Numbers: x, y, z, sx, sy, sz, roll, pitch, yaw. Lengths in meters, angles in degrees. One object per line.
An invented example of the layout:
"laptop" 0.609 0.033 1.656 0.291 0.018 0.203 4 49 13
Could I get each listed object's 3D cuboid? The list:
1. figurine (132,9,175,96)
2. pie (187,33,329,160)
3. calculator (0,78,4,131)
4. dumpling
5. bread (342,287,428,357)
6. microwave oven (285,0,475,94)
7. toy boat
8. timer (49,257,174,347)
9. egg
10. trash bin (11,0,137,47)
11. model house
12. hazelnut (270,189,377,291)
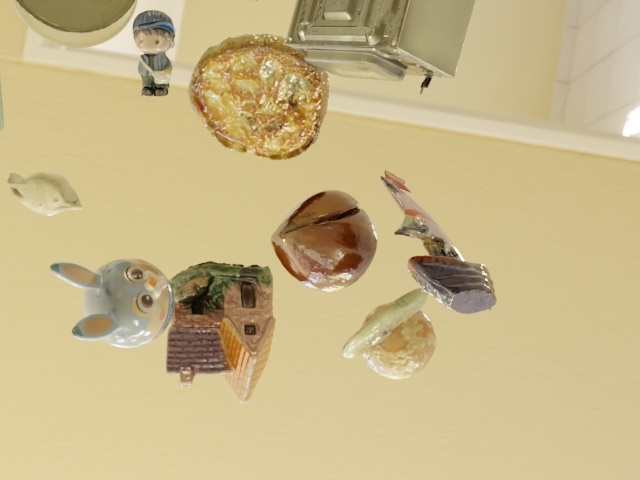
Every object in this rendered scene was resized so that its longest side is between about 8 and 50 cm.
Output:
"figurine" -0.268 -0.307 1.236 0.079 0.077 0.136 -72 -16 -64
"pie" -0.120 -0.304 1.591 0.315 0.315 0.092 100 177 -47
"calculator" -0.676 -0.281 1.434 0.141 0.045 0.246 -29 -37 -42
"dumpling" -0.628 -0.111 1.760 0.134 0.169 0.100 -59 -30 -80
"bread" 0.121 0.145 1.343 0.193 0.036 0.112 -36 -16 -9
"microwave oven" 0.083 -0.334 1.104 0.240 0.145 0.194 18 90 46
"toy boat" 0.201 0.011 1.289 0.072 0.219 0.318 -49 28 22
"timer" -0.334 0.096 1.277 0.255 0.175 0.175 100 179 -74
"egg" 0.190 0.244 1.866 0.233 0.194 0.195 -47 -33 -75
"trash bin" -0.501 -0.538 1.531 0.432 0.280 0.281 -144 61 -68
"model house" -0.212 0.199 1.626 0.202 0.236 0.237 113 155 -46
"hazelnut" 0.000 0.000 1.444 0.208 0.208 0.208 -171 90 -89
